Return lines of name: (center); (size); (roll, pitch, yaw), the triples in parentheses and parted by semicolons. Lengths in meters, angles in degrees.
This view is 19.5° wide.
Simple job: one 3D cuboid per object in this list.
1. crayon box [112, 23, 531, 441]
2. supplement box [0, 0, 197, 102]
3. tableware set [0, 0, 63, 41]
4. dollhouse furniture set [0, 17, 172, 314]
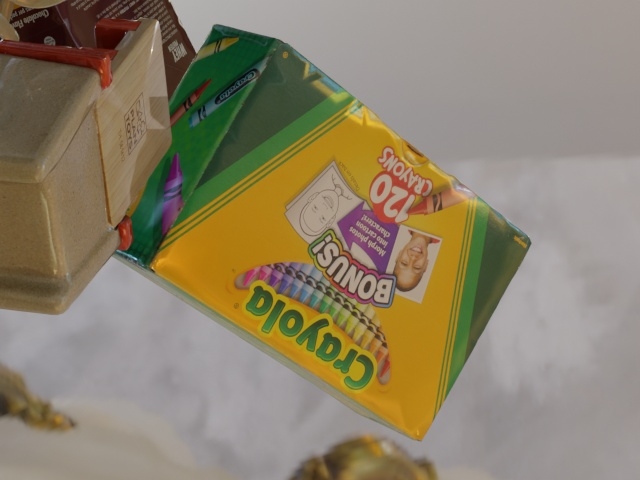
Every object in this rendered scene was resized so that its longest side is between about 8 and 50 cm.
crayon box: (0.000, 0.000, 1.235); (0.081, 0.278, 0.165); (21, -101, 51)
supplement box: (-0.231, -0.179, 1.793); (0.129, 0.194, 0.191); (-17, -161, 29)
tableware set: (-0.218, -0.229, 1.167); (0.039, 0.194, 0.128); (6, -131, 49)
dollhouse furniture set: (-0.212, -0.048, 0.837); (0.259, 0.262, 0.135); (7, -143, 14)
